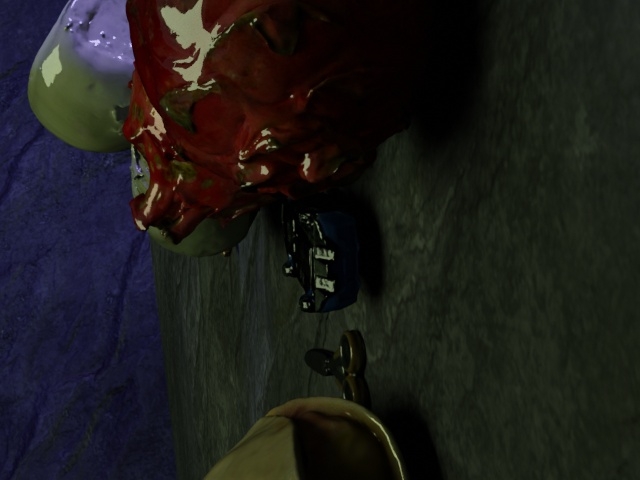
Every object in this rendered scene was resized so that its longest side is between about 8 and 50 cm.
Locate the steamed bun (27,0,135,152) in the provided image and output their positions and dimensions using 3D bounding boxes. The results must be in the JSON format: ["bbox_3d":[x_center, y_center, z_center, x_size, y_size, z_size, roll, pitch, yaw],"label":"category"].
[{"bbox_3d":[-0.305,-0.286,1.786,0.333,0.233,0.312,-56,7,-16],"label":"steamed bun"}]

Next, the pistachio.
[{"bbox_3d":[-0.019,0.235,0.991,0.299,0.188,0.187,134,130,-61],"label":"pistachio"}]

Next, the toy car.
[{"bbox_3d":[0.000,0.000,1.075,0.216,0.063,0.103,-123,30,-73],"label":"toy car"}]

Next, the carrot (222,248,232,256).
[{"bbox_3d":[-0.191,-0.104,1.789,0.069,0.069,0.336,100,156,-47],"label":"carrot"}]

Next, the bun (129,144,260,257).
[{"bbox_3d":[-0.141,-0.116,1.395,0.273,0.168,0.272,180,90,-64],"label":"bun"}]

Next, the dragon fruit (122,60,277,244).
[{"bbox_3d":[-0.079,-0.117,1.012,0.268,0.205,0.210,-61,-14,4],"label":"dragon fruit"}]

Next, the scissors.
[{"bbox_3d":[0.012,0.132,1.173,0.220,0.017,0.088,179,85,-76],"label":"scissors"}]

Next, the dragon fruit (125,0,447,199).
[{"bbox_3d":[-0.024,-0.153,0.791,0.241,0.241,0.252,-127,21,-64],"label":"dragon fruit"}]
